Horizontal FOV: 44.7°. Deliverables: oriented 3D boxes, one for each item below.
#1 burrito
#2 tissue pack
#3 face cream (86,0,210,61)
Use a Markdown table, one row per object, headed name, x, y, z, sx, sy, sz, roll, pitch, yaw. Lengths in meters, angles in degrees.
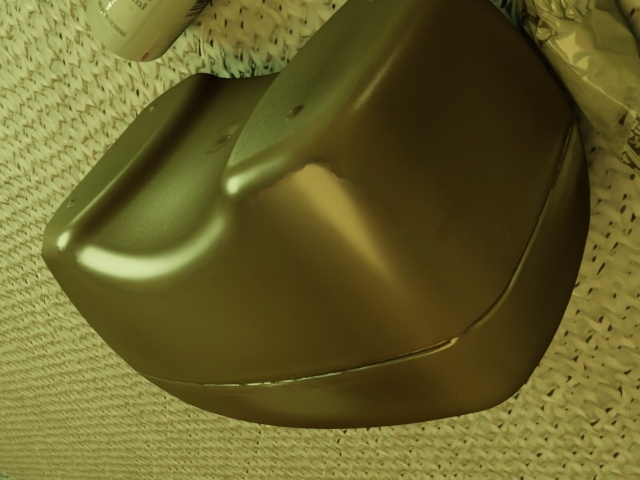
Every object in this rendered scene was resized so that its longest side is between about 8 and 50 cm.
| name | x | y | z | sx | sy | sz | roll | pitch | yaw |
| --- | --- | --- | --- | --- | --- | --- | --- | --- | --- |
| burrito | 0.198 | -0.100 | 0.514 | 0.203 | 0.064 | 0.064 | 49 | 139 | -16 |
| tissue pack | 0.000 | 0.000 | 0.593 | 0.387 | 0.267 | 0.277 | -15 | 123 | 44 |
| face cream | -0.091 | -0.231 | 0.580 | 0.082 | 0.082 | 0.269 | 47 | 140 | -13 |
